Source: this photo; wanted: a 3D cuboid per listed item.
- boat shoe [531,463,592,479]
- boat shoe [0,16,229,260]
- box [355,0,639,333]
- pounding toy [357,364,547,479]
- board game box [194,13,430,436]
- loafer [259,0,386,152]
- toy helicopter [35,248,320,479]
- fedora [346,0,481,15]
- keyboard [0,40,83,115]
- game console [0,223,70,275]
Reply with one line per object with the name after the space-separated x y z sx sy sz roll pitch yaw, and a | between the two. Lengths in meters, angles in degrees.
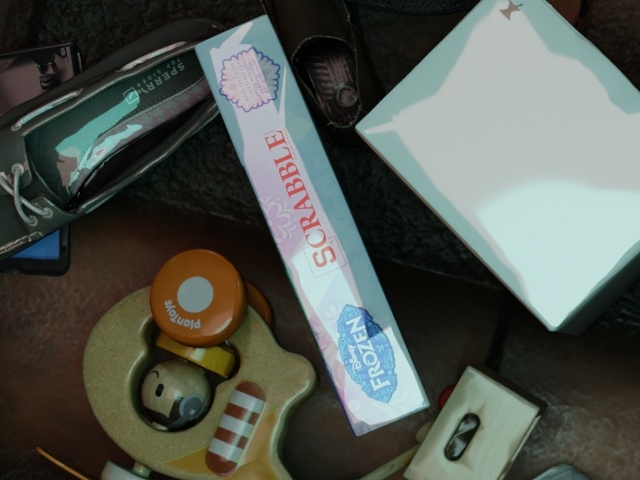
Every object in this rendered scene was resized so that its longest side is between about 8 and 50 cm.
0.152 0.282 1.628 0.227 0.081 0.079 -40 123 2 | boat shoe
-0.212 -0.088 1.664 0.335 0.095 0.112 -37 108 -6 | boat shoe
0.183 -0.055 1.502 0.168 0.345 0.215 -44 80 5 | box
0.114 0.177 1.610 0.100 0.130 0.141 31 93 11 | pounding toy
0.000 0.000 1.528 0.066 0.319 0.318 -22 84 0 | board game box
0.000 -0.186 1.679 0.080 0.078 0.220 -29 82 8 | loafer
-0.083 0.198 1.610 0.235 0.140 0.355 -38 73 0 | toy helicopter
0.088 -0.284 1.607 0.334 0.334 0.152 0 117 10 | fedora
-0.378 -0.142 1.771 0.317 0.033 0.202 -8 92 9 | keyboard
-0.301 -0.034 1.711 0.085 0.124 0.144 10 103 36 | game console
